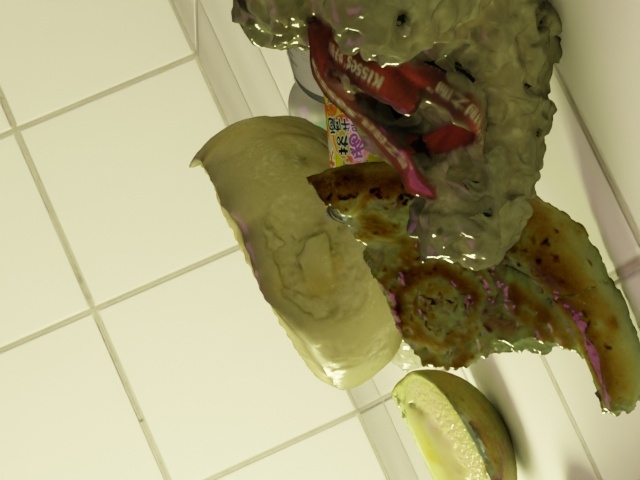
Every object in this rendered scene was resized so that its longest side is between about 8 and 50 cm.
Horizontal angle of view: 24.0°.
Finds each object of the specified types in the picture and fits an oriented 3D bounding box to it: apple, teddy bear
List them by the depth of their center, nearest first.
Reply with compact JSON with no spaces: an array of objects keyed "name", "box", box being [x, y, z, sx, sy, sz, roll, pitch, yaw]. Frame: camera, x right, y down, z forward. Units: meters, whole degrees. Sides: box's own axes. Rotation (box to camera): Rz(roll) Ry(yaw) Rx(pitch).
[{"name":"teddy bear","box":[0.028,-0.187,1.281,0.367,0.224,0.357,25,156,37]},{"name":"apple","box":[0.215,0.290,2.134,0.265,0.120,0.193,63,159,5]}]

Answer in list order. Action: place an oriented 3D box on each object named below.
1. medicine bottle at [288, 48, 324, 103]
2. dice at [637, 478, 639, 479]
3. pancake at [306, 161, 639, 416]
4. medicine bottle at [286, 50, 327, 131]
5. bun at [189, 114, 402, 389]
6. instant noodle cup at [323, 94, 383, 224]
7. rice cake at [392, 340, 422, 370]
[{"name":"medicine bottle","box":[0.017,-0.288,1.644,0.293,0.141,0.141,76,168,-53]},{"name":"dice","box":[0.302,0.336,1.455,0.166,0.169,0.169,84,161,-68]},{"name":"pancake","box":[0.146,0.042,1.402,0.376,0.197,0.054,30,-164,8]},{"name":"medicine bottle","box":[0.015,-0.176,2.109,0.110,0.110,0.352,-126,15,-57]},{"name":"bun","box":[0.002,-0.004,1.877,0.364,0.202,0.364,60,177,5]},{"name":"instant noodle cup","box":[0.091,-0.117,1.509,0.205,0.205,0.153,-139,36,-72]},{"name":"rice cake","box":[0.138,0.139,2.401,0.256,0.057,0.052,81,168,-60]}]
